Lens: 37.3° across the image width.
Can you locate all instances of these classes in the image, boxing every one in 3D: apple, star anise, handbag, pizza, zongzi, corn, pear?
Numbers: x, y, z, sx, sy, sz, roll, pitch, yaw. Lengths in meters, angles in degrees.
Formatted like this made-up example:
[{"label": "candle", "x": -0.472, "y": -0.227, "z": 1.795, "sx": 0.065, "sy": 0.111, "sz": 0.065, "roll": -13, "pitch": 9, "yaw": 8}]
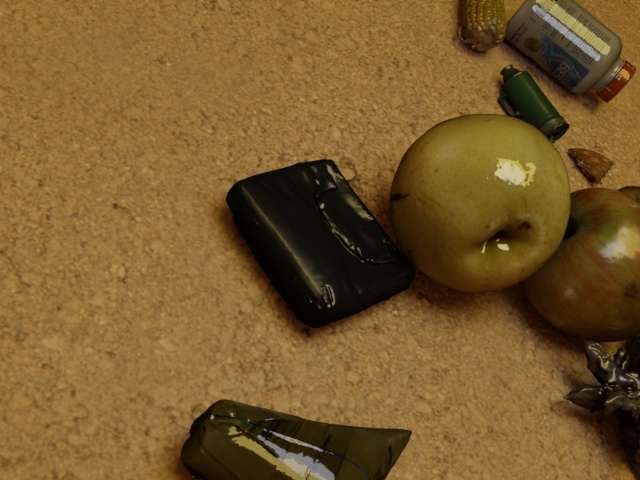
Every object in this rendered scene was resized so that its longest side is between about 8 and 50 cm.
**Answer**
[{"label": "apple", "x": 0.491, "y": 0.049, "z": 1.651, "sx": 0.264, "sy": 0.264, "sz": 0.264, "roll": 16, "pitch": 50, "yaw": -20}, {"label": "star anise", "x": 0.534, "y": 0.276, "z": 1.576, "sx": 0.212, "sy": 0.129, "sz": 0.282, "roll": -39, "pitch": 100, "yaw": -33}, {"label": "handbag", "x": 0.000, "y": 0.000, "z": 1.513, "sx": 0.244, "sy": 0.088, "sz": 0.275, "roll": -21, "pitch": 65, "yaw": -42}, {"label": "pizza", "x": 0.566, "y": -0.165, "z": 2.012, "sx": 0.099, "sy": 0.029, "sz": 0.100, "roll": 34, "pitch": 43, "yaw": 8}, {"label": "zongzi", "x": -0.021, "y": 0.265, "z": 1.285, "sx": 0.260, "sy": 0.123, "sz": 0.289, "roll": 37, "pitch": 36, "yaw": 3}, {"label": "corn", "x": 0.365, "y": -0.531, "z": 2.127, "sx": 0.106, "sy": 0.106, "sz": 0.293, "roll": 23, "pitch": 45, "yaw": -14}, {"label": "pear", "x": 0.260, "y": -0.069, "z": 1.570, "sx": 0.309, "sy": 0.309, "sz": 0.309, "roll": 16, "pitch": 50, "yaw": -20}]

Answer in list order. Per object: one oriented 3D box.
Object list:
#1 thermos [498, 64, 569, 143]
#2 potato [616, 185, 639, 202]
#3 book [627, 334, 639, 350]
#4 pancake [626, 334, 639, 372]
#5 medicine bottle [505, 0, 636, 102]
[{"label": "thermos", "x": 0.440, "y": -0.289, "z": 2.006, "sx": 0.073, "sy": 0.083, "sz": 0.187, "roll": 5, "pitch": 49, "yaw": -54}, {"label": "potato", "x": 0.683, "y": 0.041, "z": 1.836, "sx": 0.369, "sy": 0.176, "sz": 0.195, "roll": 40, "pitch": 24, "yaw": -3}, {"label": "book", "x": 0.673, "y": 0.149, "z": 1.740, "sx": 0.161, "sy": 0.026, "sz": 0.230, "roll": 32, "pitch": 79, "yaw": -13}, {"label": "pancake", "x": 0.624, "y": 0.207, "z": 1.652, "sx": 0.190, "sy": 0.184, "sz": 0.020, "roll": 36, "pitch": 38, "yaw": -26}, {"label": "medicine bottle", "x": 0.562, "y": -0.435, "z": 2.122, "sx": 0.289, "sy": 0.157, "sz": 0.157, "roll": 40, "pitch": 46, "yaw": 2}]
